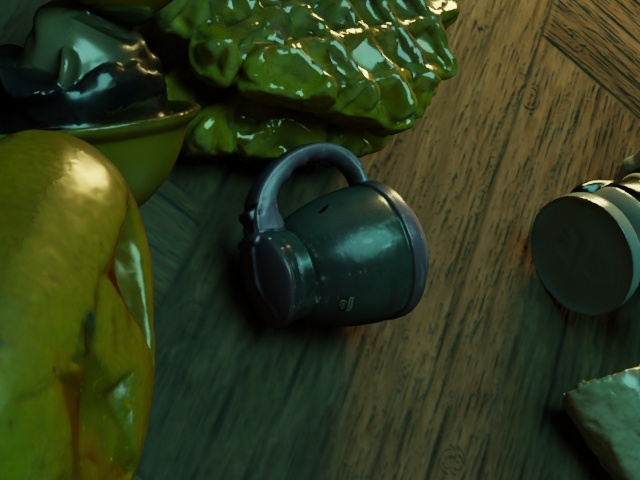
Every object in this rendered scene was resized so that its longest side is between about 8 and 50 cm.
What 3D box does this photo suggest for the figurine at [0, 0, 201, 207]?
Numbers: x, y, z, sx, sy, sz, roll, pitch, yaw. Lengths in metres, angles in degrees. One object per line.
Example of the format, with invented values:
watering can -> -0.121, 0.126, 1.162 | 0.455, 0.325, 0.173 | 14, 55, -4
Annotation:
figurine -> -0.162, -0.127, 1.114 | 0.167, 0.257, 0.192 | 32, 18, 21

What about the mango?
mango -> -0.210, 0.091, 0.943 | 0.253, 0.182, 0.365 | 64, 34, -50

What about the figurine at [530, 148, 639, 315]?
figurine -> 0.332, -0.010, 1.524 | 0.236, 0.133, 0.176 | -23, 62, -42

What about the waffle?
waffle -> -0.033, -0.193, 1.337 | 0.324, 0.151, 0.261 | -1, 69, -36

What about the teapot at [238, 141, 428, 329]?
teapot -> 0.006, 0.005, 1.257 | 0.146, 0.116, 0.148 | -15, 118, -32

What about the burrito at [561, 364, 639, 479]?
burrito -> 0.346, 0.224, 1.422 | 0.143, 0.105, 0.299 | -34, 89, -43
